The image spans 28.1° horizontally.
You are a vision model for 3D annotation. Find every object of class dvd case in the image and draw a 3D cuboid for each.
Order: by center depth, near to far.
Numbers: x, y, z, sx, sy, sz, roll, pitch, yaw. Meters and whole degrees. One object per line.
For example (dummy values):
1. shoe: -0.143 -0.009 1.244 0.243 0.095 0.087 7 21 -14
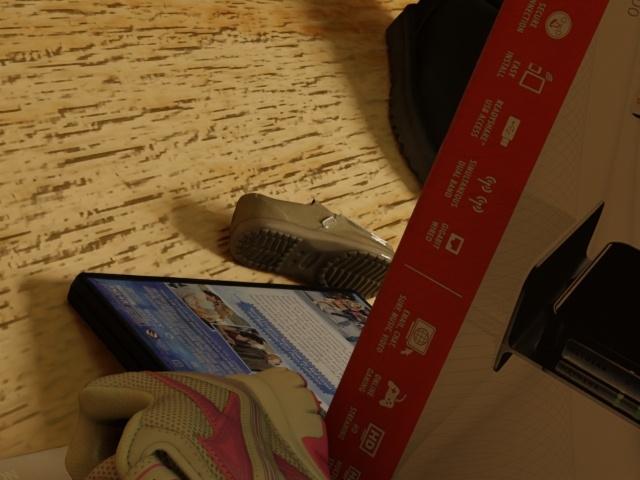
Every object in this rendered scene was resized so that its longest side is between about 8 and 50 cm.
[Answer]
1. dvd case: -0.004 0.083 0.746 0.253 0.022 0.180 6 30 -51

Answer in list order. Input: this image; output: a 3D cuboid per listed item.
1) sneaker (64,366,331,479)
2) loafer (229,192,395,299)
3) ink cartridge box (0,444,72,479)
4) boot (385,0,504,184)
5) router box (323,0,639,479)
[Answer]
1. sneaker: -0.035 0.125 0.480 0.111 0.103 0.252 9 13 -26
2. loafer: 0.000 0.000 0.879 0.148 0.056 0.050 21 41 -39
3. ink cartridge box: -0.034 0.183 0.567 0.261 0.066 0.296 30 17 31
4. boot: 0.250 -0.254 1.153 0.146 0.445 0.367 28 32 -31
5. router box: 0.170 0.056 0.514 0.301 0.335 0.082 30 16 31
